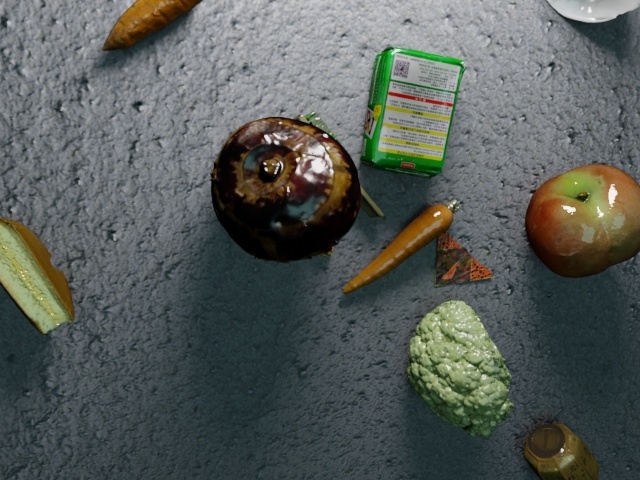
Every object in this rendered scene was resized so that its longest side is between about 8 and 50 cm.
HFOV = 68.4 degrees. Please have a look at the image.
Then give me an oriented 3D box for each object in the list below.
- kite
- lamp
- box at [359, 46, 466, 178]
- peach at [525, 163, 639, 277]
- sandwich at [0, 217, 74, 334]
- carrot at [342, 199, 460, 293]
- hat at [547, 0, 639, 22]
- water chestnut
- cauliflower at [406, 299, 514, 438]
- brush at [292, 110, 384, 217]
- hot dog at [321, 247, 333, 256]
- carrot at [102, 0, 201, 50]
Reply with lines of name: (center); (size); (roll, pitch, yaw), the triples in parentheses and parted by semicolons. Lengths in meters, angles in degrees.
kite: (0.318, 0.066, 1.139); (0.222, 0.008, 0.125); (41, 94, -18)
lamp: (0.650, 0.596, 1.271); (0.161, 0.161, 0.185); (-41, 107, 1)
box: (0.189, -0.263, 0.979); (0.180, 0.103, 0.250); (7, 102, -13)
peach: (0.591, -0.038, 1.053); (0.252, 0.252, 0.252); (-3, 105, -10)
sandwich: (-0.573, 0.063, 0.925); (0.090, 0.088, 0.244); (-29, 105, -12)
carrot: (0.185, 0.020, 1.073); (0.336, 0.069, 0.069); (-41, 108, 4)
hat: (0.568, -0.560, 0.951); (0.203, 0.203, 0.126); (29, 79, -17)
water chestnut: (-0.060, -0.088, 0.918); (0.300, 0.300, 0.300); (-3, 105, -10)
cauliflower: (0.348, 0.299, 1.107); (0.250, 0.272, 0.275); (-7, 124, -41)
brush: (0.045, -0.158, 1.004); (0.048, 0.054, 0.282); (-47, 110, -17)
hot dog: (0.000, 0.000, 1.053); (0.037, 0.021, 0.083); (-32, 108, -12)
carrot: (-0.315, -0.407, 0.859); (0.205, 0.072, 0.072); (-38, 108, 2)
